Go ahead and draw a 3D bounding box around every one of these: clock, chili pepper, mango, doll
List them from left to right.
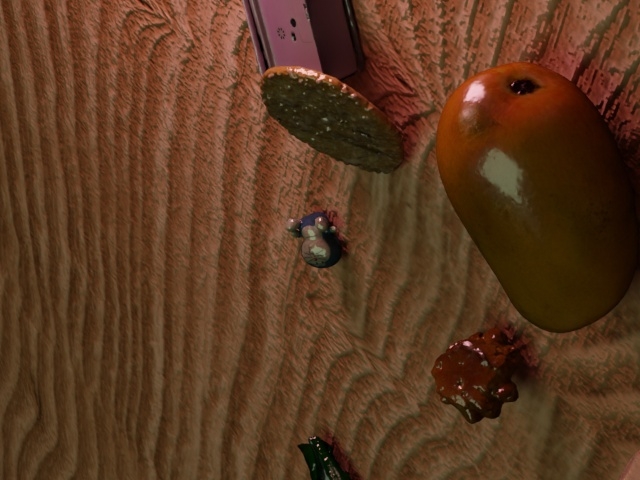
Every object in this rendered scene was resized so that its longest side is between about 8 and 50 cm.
[{"bbox_3d":[-0.031,-0.295,1.855,0.145,0.073,0.193,13,123,52],"label":"clock"},{"bbox_3d":[0.000,0.000,2.057,0.076,0.050,0.083,-4,109,38],"label":"doll"},{"bbox_3d":[0.033,0.400,2.302,0.224,0.061,0.098,47,152,23],"label":"chili pepper"},{"bbox_3d":[0.238,-0.040,1.559,0.211,0.173,0.317,9,127,54],"label":"mango"}]

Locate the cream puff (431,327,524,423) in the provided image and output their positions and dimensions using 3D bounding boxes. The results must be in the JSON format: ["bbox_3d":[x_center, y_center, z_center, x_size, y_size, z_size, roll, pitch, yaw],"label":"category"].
[{"bbox_3d":[0.202,0.170,1.824,0.116,0.094,0.122,2,85,32],"label":"cream puff"}]

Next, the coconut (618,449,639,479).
[{"bbox_3d":[0.403,0.295,1.577,0.183,0.171,0.171,-134,27,-68],"label":"coconut"}]

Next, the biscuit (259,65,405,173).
[{"bbox_3d":[0.015,-0.153,1.845,0.220,0.033,0.220,27,162,10],"label":"biscuit"}]
